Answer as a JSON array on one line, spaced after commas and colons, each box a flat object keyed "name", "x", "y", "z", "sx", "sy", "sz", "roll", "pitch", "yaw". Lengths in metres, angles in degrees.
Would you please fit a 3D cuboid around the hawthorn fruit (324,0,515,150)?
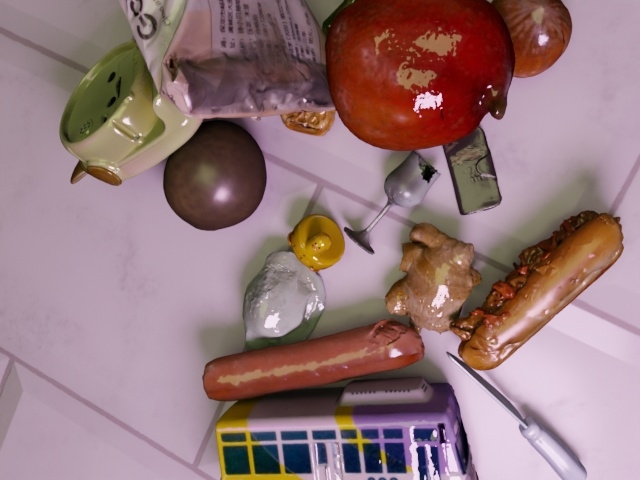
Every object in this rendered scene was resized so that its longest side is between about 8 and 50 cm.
[{"name": "hawthorn fruit", "x": 0.158, "y": -0.293, "z": 0.927, "sx": 0.311, "sy": 0.295, "sz": 0.295, "roll": -4, "pitch": 92, "yaw": 40}]

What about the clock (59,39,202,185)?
[{"name": "clock", "x": -0.370, "y": -0.251, "z": 1.080, "sx": 0.348, "sy": 0.117, "sz": 0.286, "roll": -29, "pitch": 50, "yaw": 21}]

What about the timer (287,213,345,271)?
[{"name": "timer", "x": 0.000, "y": 0.000, "z": 1.066, "sx": 0.109, "sy": 0.107, "sz": 0.107, "roll": -35, "pitch": 83, "yaw": 49}]

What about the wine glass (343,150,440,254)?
[{"name": "wine glass", "x": 0.133, "y": -0.070, "z": 1.050, "sx": 0.079, "sy": 0.079, "sz": 0.195, "roll": 42, "pitch": 102, "yaw": 9}]

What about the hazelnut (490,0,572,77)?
[{"name": "hazelnut", "x": 0.341, "y": -0.350, "z": 0.952, "sx": 0.150, "sy": 0.150, "sz": 0.151, "roll": 1, "pitch": 93, "yaw": 14}]

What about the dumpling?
[{"name": "dumpling", "x": -0.079, "y": 0.130, "z": 1.096, "sx": 0.152, "sy": 0.108, "sz": 0.219, "roll": 17, "pitch": 101, "yaw": 13}]

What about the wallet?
[{"name": "wallet", "x": 0.276, "y": -0.128, "z": 1.042, "sx": 0.082, "sy": 0.018, "sz": 0.157, "roll": -13, "pitch": 89, "yaw": 14}]

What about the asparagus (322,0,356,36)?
[{"name": "asparagus", "x": 0.101, "y": -0.445, "z": 1.043, "sx": 0.343, "sy": 0.082, "sz": 0.085, "roll": -37, "pitch": 123, "yaw": 14}]

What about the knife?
[{"name": "knife", "x": 0.340, "y": 0.301, "z": 1.005, "sx": 0.331, "sy": 0.080, "sz": 0.044, "roll": 45, "pitch": 104, "yaw": 0}]

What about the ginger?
[{"name": "ginger", "x": 0.199, "y": 0.085, "z": 1.028, "sx": 0.157, "sy": 0.102, "sz": 0.216, "roll": 21, "pitch": 108, "yaw": 16}]

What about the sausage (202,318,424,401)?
[{"name": "sausage", "x": -0.018, "y": 0.223, "z": 1.052, "sx": 0.418, "sy": 0.094, "sz": 0.094, "roll": -14, "pitch": 83, "yaw": 10}]

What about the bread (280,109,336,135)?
[{"name": "bread", "x": -0.024, "y": -0.248, "z": 1.098, "sx": 0.110, "sy": 0.044, "sz": 0.083, "roll": 18, "pitch": 95, "yaw": 15}]

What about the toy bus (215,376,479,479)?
[{"name": "toy bus", "x": 0.053, "y": 0.382, "z": 1.025, "sx": 0.439, "sy": 0.209, "sz": 0.250, "roll": -7, "pitch": 90, "yaw": 16}]

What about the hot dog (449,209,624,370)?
[{"name": "hot dog", "x": 0.361, "y": 0.080, "z": 0.966, "sx": 0.349, "sy": 0.158, "sz": 0.117, "roll": -48, "pitch": 68, "yaw": 15}]

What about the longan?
[{"name": "longan", "x": -0.201, "y": -0.118, "z": 1.077, "sx": 0.212, "sy": 0.198, "sz": 0.198, "roll": -39, "pitch": 83, "yaw": 12}]

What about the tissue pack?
[{"name": "tissue pack", "x": -0.157, "y": -0.371, "z": 0.944, "sx": 0.195, "sy": 0.390, "sz": 0.376, "roll": -40, "pitch": 73, "yaw": 37}]
